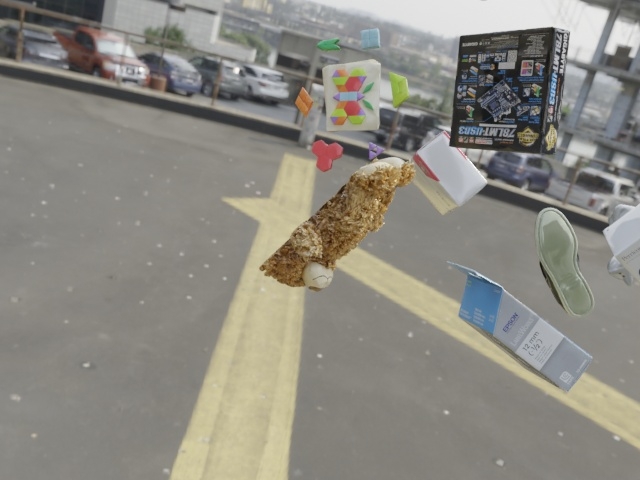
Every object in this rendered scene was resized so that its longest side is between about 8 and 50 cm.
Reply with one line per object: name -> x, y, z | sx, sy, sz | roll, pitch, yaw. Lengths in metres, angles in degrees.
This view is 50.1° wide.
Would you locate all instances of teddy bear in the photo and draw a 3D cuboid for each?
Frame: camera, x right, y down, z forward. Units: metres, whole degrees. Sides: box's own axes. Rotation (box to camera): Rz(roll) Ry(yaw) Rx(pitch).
teddy bear -> 0.042, -0.022, 1.224 | 0.113, 0.338, 0.245 | 47, 8, 4

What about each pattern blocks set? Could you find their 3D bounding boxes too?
pattern blocks set -> 0.076, -0.355, 1.703 | 0.285, 0.325, 0.026 | -14, -6, 14

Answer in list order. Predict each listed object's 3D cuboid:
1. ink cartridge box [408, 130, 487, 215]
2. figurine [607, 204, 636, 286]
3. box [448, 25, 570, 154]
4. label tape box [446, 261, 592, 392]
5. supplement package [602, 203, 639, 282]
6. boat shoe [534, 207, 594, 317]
ink cartridge box -> 0.410, -0.217, 2.292 | 0.226, 0.131, 0.306 | 50, -1, 2
figurine -> 0.805, 0.042, 1.711 | 0.214, 0.092, 0.210 | 25, 60, -11
box -> 0.461, -0.369, 1.707 | 0.073, 0.294, 0.295 | -5, 12, -36
label tape box -> 0.449, 0.202, 1.672 | 0.347, 0.115, 0.249 | 35, -1, -8
supplement package -> 0.699, 0.048, 1.349 | 0.244, 0.139, 0.134 | 43, 24, -8
boat shoe -> 0.723, 0.065, 2.074 | 0.127, 0.340, 0.113 | -26, 2, -2
